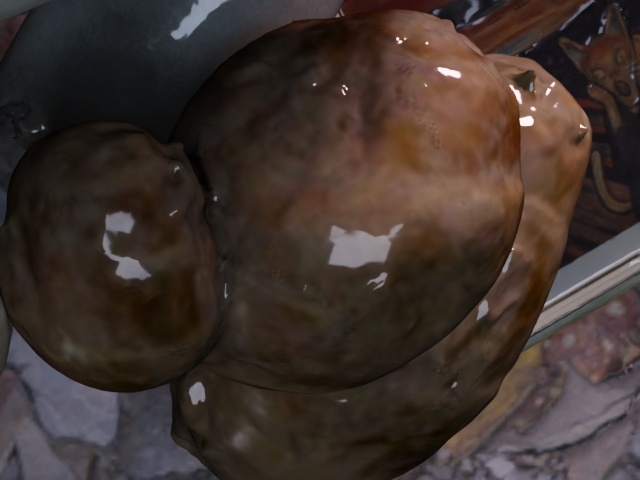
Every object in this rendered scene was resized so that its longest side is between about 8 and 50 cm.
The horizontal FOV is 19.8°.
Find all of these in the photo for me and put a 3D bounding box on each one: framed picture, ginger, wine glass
[{"bbox_3d":[0.119,-0.086,0.915,0.216,0.016,0.273,-31,116,-3],"label":"framed picture"},{"bbox_3d":[0.000,0.000,0.774,0.245,0.155,0.304,-35,154,8],"label":"ginger"},{"bbox_3d":[-0.052,-0.111,0.801,0.111,0.111,0.204,39,97,-25],"label":"wine glass"}]

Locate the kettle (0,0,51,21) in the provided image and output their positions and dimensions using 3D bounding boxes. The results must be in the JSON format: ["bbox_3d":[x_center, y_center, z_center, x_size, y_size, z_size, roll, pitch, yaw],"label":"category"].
[{"bbox_3d":[-0.134,-0.228,0.571,0.377,0.250,0.361,-24,137,1],"label":"kettle"}]

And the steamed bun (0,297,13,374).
[{"bbox_3d":[-0.222,0.059,0.765,0.218,0.144,0.211,-25,135,-27],"label":"steamed bun"}]
